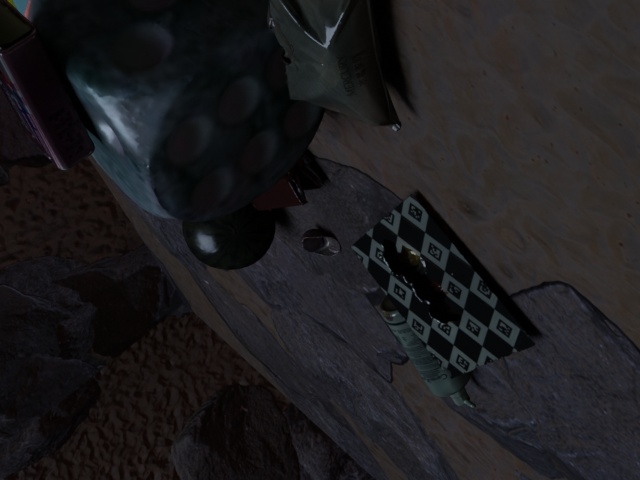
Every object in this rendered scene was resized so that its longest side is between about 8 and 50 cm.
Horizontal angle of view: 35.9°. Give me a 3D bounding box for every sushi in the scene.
[{"bbox_3d":[0.198,0.072,1.586,0.290,0.050,0.264,52,151,3],"label":"sushi"}]

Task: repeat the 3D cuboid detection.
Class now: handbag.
[{"bbox_3d":[0.006,-0.255,1.247,0.182,0.117,0.270,19,152,25],"label":"handbag"},{"bbox_3d":[-0.121,-0.182,1.859,0.260,0.084,0.275,57,163,-13],"label":"handbag"}]

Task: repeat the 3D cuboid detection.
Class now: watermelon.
[{"bbox_3d":[-0.201,-0.035,2.177,0.212,0.212,0.212,46,164,17],"label":"watermelon"}]

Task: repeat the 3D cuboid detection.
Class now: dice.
[{"bbox_3d":[-0.208,-0.253,1.458,0.348,0.328,0.330,44,164,24],"label":"dice"}]

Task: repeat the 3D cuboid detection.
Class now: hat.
[{"bbox_3d":[0.003,-0.001,2.005,0.087,0.042,0.058,-5,135,30],"label":"hat"}]

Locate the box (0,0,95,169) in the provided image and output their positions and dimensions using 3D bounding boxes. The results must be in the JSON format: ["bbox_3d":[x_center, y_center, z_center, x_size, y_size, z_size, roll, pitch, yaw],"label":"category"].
[{"bbox_3d":[-0.386,-0.206,1.323,0.120,0.069,0.224,41,160,34],"label":"box"}]

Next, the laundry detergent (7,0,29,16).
[{"bbox_3d":[-0.414,-0.471,1.619,0.287,0.287,0.305,40,162,35],"label":"laundry detergent"}]

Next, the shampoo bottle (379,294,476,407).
[{"bbox_3d":[0.202,0.201,1.800,0.262,0.085,0.085,57,164,-24],"label":"shampoo bottle"}]
